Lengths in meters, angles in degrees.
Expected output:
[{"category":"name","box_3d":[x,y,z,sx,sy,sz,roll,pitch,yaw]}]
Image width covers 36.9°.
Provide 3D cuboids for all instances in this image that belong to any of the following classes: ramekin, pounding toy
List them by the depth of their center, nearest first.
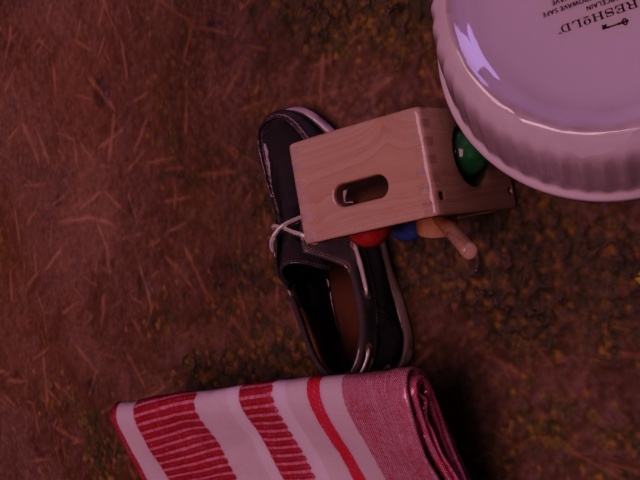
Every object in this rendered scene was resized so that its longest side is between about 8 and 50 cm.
[{"category":"ramekin","box_3d":[0.159,-0.128,0.543,0.207,0.109,0.207,-2,85,20]},{"category":"pounding toy","box_3d":[0.066,-0.032,0.654,0.141,0.130,0.100,-12,87,38]}]

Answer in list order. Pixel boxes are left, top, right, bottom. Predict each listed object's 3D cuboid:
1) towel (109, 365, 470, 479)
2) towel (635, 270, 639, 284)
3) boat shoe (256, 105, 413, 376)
[{"category":"towel","box_3d":[-0.018,0.219,0.759,0.329,0.037,0.237,-13,105,39]},{"category":"towel","box_3d":[0.299,-0.008,0.543,0.237,0.021,0.102,-45,67,33]},{"category":"boat shoe","box_3d":[0.000,0.000,0.746,0.084,0.079,0.233,-29,75,38]}]
